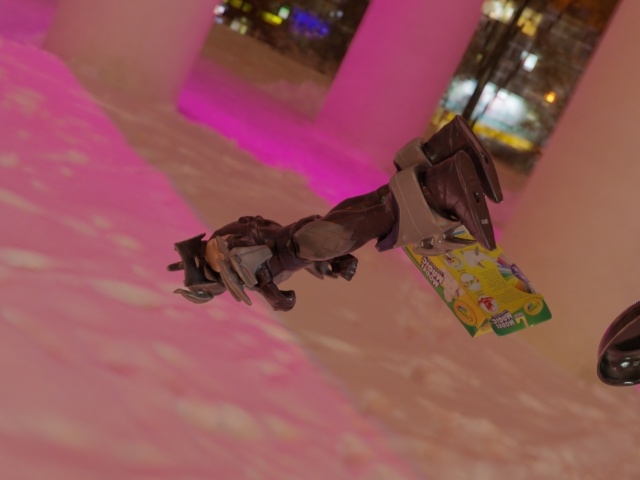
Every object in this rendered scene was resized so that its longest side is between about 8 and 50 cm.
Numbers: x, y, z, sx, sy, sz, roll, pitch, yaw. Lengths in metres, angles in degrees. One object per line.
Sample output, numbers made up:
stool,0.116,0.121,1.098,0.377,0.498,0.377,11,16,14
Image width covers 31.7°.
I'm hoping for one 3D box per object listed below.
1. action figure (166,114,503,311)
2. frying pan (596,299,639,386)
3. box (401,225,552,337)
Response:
action figure,0.000,0.000,0.904,0.099,0.285,0.185,66,24,-6
frying pan,0.487,0.081,1.443,0.197,0.326,0.053,23,32,-45
box,0.187,0.045,1.349,0.105,0.043,0.179,-13,52,-36
